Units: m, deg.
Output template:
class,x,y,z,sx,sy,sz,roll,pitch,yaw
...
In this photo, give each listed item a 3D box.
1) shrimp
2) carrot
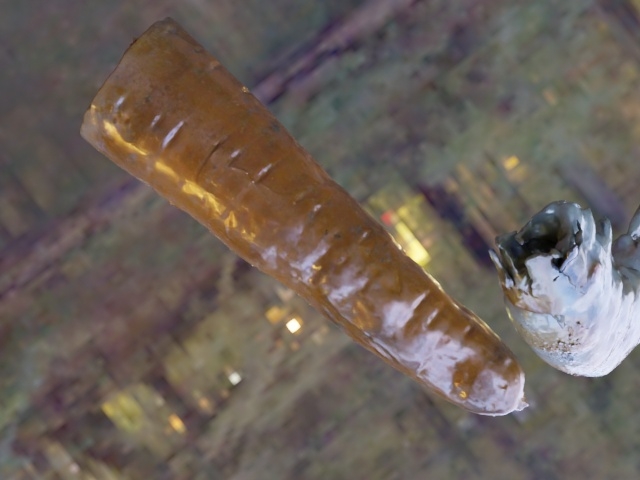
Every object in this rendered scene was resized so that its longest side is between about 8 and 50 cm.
class,x,y,z,sx,sy,sz,roll,pitch,yaw
shrimp,0.223,0.004,1.310,0.287,0.068,0.185,-36,138,-35
carrot,0.000,0.000,0.724,0.061,0.209,0.061,-50,175,-5
